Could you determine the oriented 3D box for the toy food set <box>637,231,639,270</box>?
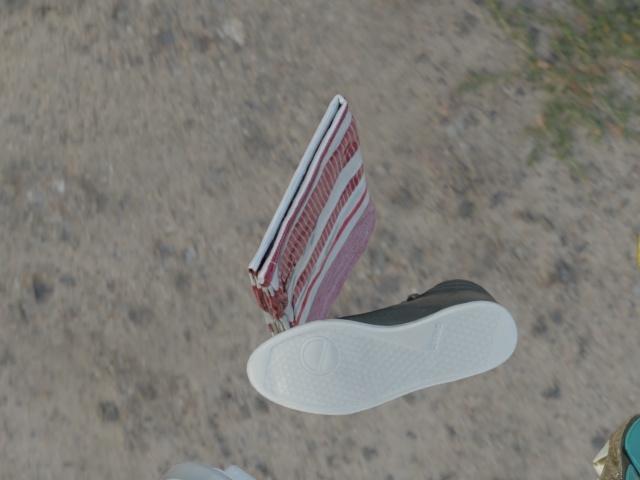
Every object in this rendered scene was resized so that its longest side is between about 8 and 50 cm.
[{"bbox_3d":[0.475,-0.016,1.937,0.218,0.071,0.128,-43,92,7],"label":"toy food set"}]

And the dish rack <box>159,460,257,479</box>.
[{"bbox_3d":[-0.008,0.285,1.146,0.333,0.285,0.072,35,56,1],"label":"dish rack"}]

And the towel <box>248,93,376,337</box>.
[{"bbox_3d":[0.000,0.000,1.903,0.037,0.329,0.237,21,73,14],"label":"towel"}]

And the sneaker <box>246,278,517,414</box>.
[{"bbox_3d":[0.071,0.117,1.808,0.295,0.147,0.105,-12,96,8],"label":"sneaker"}]

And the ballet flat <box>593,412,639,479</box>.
[{"bbox_3d":[0.359,0.281,1.993,0.067,0.206,0.073,-20,108,28],"label":"ballet flat"}]
